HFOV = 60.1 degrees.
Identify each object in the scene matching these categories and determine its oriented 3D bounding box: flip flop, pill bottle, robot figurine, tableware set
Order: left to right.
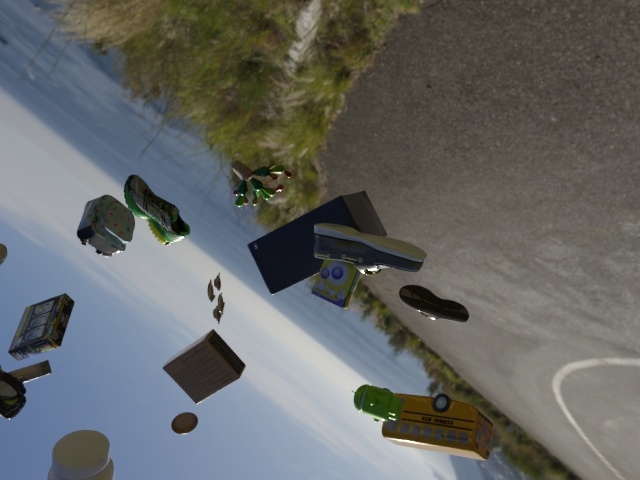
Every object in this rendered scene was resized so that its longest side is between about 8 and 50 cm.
[{"bbox_3d":[-0.619,0.647,1.435,0.160,0.283,0.160,8,-159,-3],"label":"pill bottle"},{"bbox_3d":[-0.359,0.199,1.923,0.141,0.020,0.169,-82,-14,-65],"label":"tableware set"},{"bbox_3d":[0.126,0.368,1.260,0.115,0.067,0.101,13,144,25],"label":"robot figurine"},{"bbox_3d":[0.422,0.253,2.087,0.277,0.112,0.080,19,136,-3],"label":"flip flop"}]

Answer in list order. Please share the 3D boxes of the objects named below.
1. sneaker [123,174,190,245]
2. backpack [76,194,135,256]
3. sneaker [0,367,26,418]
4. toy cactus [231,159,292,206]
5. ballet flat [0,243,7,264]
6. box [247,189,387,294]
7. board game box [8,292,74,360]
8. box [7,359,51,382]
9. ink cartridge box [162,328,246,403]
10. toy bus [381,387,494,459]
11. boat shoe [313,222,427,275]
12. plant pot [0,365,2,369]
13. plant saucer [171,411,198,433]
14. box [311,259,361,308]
[{"bbox_3d":[-0.647,-0.134,2.219,0.146,0.134,0.344,-16,129,27],"label":"sneaker"},{"bbox_3d":[-0.728,-0.063,1.899,0.166,0.144,0.188,44,-153,-46],"label":"backpack"},{"bbox_3d":[-0.832,0.317,1.309,0.121,0.111,0.300,-4,125,14],"label":"sneaker"},{"bbox_3d":[-0.223,-0.208,1.858,0.180,0.219,0.112,43,-151,-36],"label":"toy cactus"},{"bbox_3d":[-0.870,0.071,1.405,0.057,0.168,0.052,53,-177,-19],"label":"ballet flat"},{"bbox_3d":[0.000,0.000,1.757,0.179,0.343,0.312,64,-161,2],"label":"box"},{"bbox_3d":[-0.794,0.245,1.581,0.170,0.141,0.048,-97,-16,-48],"label":"board game box"},{"bbox_3d":[-1.160,0.521,2.099,0.231,0.183,0.056,-21,86,41],"label":"box"},{"bbox_3d":[-0.422,0.460,2.014,0.193,0.234,0.088,52,-156,-10],"label":"ink cartridge box"},{"bbox_3d":[0.277,0.477,1.456,0.332,0.130,0.108,-7,144,40],"label":"toy bus"},{"bbox_3d":[0.112,0.031,1.340,0.304,0.091,0.109,16,-166,32],"label":"boat shoe"},{"bbox_3d":[-1.071,0.459,1.612,0.212,0.212,0.187,66,-167,3],"label":"plant pot"},{"bbox_3d":[-0.425,0.567,1.730,0.083,0.083,0.015,44,180,-31],"label":"plant saucer"},{"bbox_3d":[0.056,0.080,1.473,0.105,0.179,0.043,22,-179,29],"label":"box"}]
